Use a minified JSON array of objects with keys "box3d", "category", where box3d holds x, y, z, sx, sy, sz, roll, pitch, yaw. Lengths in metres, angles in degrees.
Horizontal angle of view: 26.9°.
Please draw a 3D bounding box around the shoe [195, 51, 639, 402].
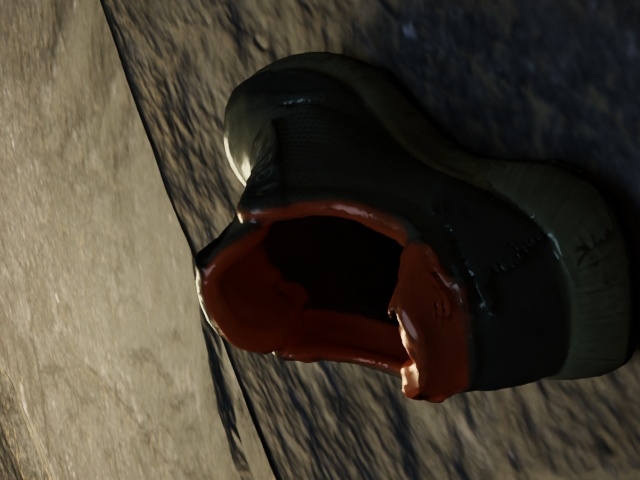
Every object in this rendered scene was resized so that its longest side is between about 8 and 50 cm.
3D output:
[{"box3d":[0.000,0.000,0.716,0.336,0.171,0.132,32,134,51],"category":"shoe"}]
